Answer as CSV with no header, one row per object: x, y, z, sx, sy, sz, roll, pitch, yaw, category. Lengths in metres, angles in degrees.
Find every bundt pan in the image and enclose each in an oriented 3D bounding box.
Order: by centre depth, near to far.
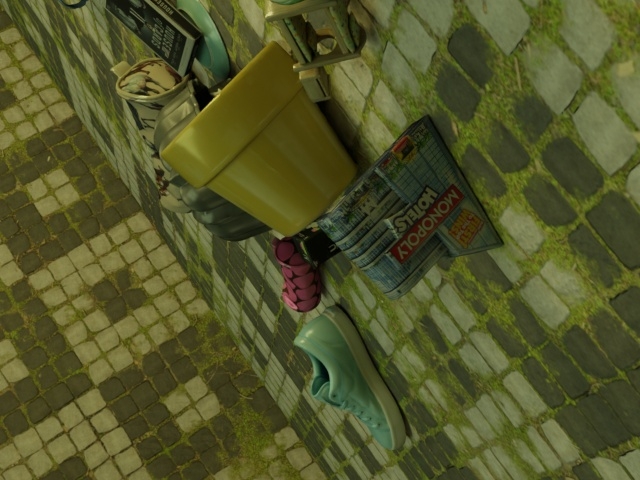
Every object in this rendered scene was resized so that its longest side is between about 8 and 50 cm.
-0.209,-0.139,1.745,0.330,0.124,0.331,60,-172,-13,bundt pan

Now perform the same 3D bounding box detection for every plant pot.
-0.081,-0.143,1.438,0.239,0.254,0.254,45,165,-12,plant pot

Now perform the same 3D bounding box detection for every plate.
-0.236,-0.395,1.758,0.188,0.024,0.188,50,162,23,plate

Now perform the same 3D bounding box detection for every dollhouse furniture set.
0.005,-0.308,1.204,0.182,0.101,0.160,55,-152,-58,dollhouse furniture set

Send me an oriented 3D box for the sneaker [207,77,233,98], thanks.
-0.154,-0.259,1.715,0.077,0.072,0.178,59,176,-22,sneaker

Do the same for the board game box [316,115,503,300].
0.131,-0.024,1.183,0.194,0.194,0.060,45,165,-7,board game box

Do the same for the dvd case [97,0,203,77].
-0.336,-0.434,1.755,0.239,0.029,0.179,42,160,-2,dvd case

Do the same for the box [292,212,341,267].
0.000,0.000,1.692,0.052,0.083,0.062,31,149,56,box

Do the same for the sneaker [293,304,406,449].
0.054,0.329,2.004,0.365,0.150,0.135,61,163,-11,sneaker

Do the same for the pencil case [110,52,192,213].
-0.339,-0.234,2.087,0.183,0.160,0.410,36,154,31,pencil case

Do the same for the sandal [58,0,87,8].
-0.618,-0.658,2.216,0.138,0.126,0.317,56,171,-6,sandal

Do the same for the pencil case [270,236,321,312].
-0.051,0.071,1.949,0.098,0.095,0.209,18,148,16,pencil case

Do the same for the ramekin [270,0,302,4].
-0.037,-0.406,0.977,0.303,0.148,0.303,50,161,24,ramekin
